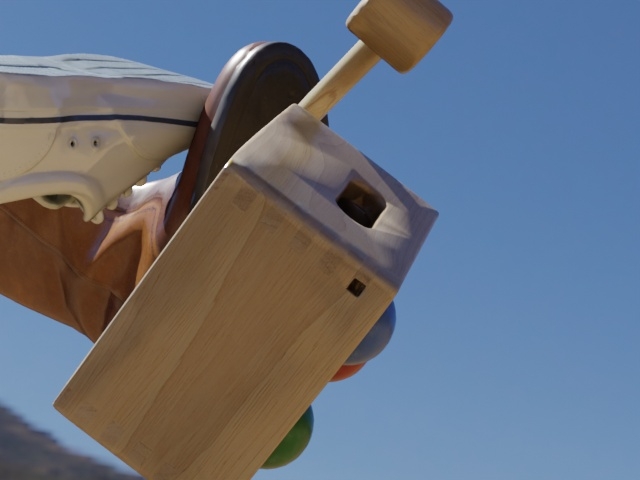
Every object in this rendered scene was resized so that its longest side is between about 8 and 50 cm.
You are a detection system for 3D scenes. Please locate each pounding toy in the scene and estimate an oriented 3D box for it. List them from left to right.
[{"bbox_3d":[0.005,-0.007,0.830,0.094,0.206,0.181,37,18,0],"label":"pounding toy"}]

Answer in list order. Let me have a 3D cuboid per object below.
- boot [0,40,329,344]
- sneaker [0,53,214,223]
[{"bbox_3d":[-0.119,-0.039,1.279,0.096,0.264,0.280,-11,30,-36],"label":"boot"},{"bbox_3d":[-0.135,-0.059,1.172,0.094,0.091,0.258,20,14,37],"label":"sneaker"}]
